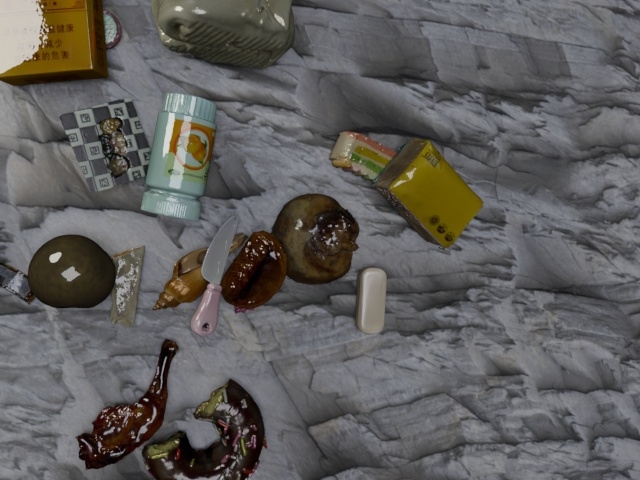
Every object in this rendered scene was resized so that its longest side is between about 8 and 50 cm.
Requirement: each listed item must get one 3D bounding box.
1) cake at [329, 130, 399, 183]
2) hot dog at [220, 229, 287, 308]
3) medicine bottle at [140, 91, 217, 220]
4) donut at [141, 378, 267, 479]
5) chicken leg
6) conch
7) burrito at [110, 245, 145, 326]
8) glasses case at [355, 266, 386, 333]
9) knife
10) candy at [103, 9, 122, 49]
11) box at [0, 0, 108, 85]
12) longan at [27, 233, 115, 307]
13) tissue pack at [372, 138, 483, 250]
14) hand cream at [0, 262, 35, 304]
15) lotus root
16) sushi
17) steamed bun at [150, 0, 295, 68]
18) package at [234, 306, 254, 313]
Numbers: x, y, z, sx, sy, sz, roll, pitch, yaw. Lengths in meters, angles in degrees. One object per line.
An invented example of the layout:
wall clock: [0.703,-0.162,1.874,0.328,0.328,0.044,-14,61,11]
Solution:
cake: [0.146,-0.230,1.798,0.225,0.090,0.109,21,85,-13]
hot dog: [-0.181,0.083,1.710,0.227,0.099,0.160,-48,65,13]
medicine bottle: [-0.370,-0.221,1.656,0.158,0.158,0.318,10,91,-12]
donut: [-0.301,0.583,1.728,0.345,0.136,0.259,-36,96,-6]
chicken leg: [-0.497,0.459,1.706,0.158,0.096,0.407,36,83,8]
conch: [-0.332,0.084,1.725,0.109,0.093,0.330,45,63,7]
burrito: [-0.529,0.124,1.691,0.087,0.060,0.225,5,91,-17]
glasses case: [0.148,0.176,1.837,0.083,0.050,0.196,4,93,-14]
knife: [-0.289,0.090,1.684,0.081,0.043,0.335,17,81,-40]
candy: [-0.579,-0.557,1.654,0.103,0.043,0.103,0,91,-11]
box: [-0.690,-0.614,1.566,0.264,0.116,0.415,-5,92,2]
longan: [-0.638,0.083,1.604,0.212,0.198,0.198,19,89,2]
tissue pack: [0.313,-0.134,1.793,0.271,0.134,0.192,43,83,-22]
hand cream: [-0.822,0.101,1.647,0.163,0.039,0.062,37,84,-17]
lotus root: [0.000,0.000,1.741,0.272,0.192,0.272,0,89,-17]
sushi: [-0.565,-0.253,1.669,0.192,0.050,0.215,-23,102,-26]
steamed bun: [-0.230,-0.597,1.581,0.368,0.342,0.255,7,88,-29]
package: [-0.220,0.163,1.772,0.059,0.029,0.083,-7,84,-6]
